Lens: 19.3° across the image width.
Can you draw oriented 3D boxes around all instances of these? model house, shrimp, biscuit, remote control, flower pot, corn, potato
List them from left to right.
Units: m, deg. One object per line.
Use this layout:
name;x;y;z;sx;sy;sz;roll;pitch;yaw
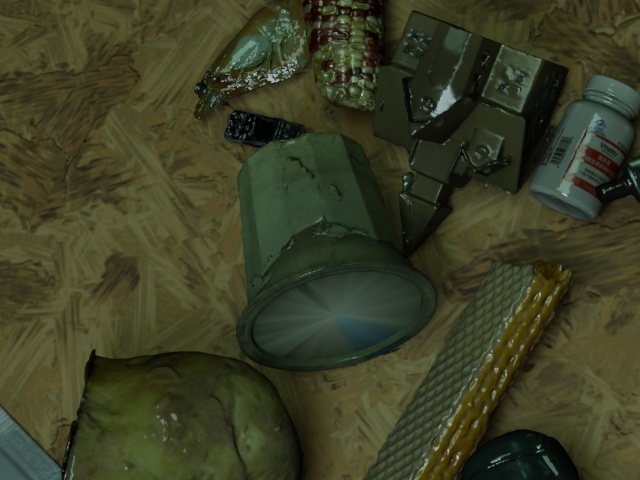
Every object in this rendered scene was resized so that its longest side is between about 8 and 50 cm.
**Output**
potato;-0.146;0.260;1.918;0.237;0.301;0.288;12;117;-5
shrimp;-0.077;-0.204;2.135;0.184;0.043;0.091;-38;69;3
remote control;-0.062;-0.121;2.120;0.096;0.014;0.039;14;78;23
flower pot;0.000;0.000;1.967;0.212;0.212;0.202;-18;62;12
corn;0.026;-0.273;2.095;0.098;0.098;0.290;-10;73;15
model house;0.128;-0.100;1.988;0.181;0.176;0.248;23;98;24
biscuit;0.132;0.177;1.917;0.378;0.054;0.094;-58;23;-5

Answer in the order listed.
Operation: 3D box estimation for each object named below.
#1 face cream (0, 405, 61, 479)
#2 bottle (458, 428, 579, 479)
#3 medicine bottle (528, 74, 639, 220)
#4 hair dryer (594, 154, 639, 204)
face cream;-0.442;0.389;2.048;0.420;0.137;0.235;-43;64;-11
bottle;0.238;0.343;1.807;0.144;0.144;0.336;-29;66;8
medicine bottle;0.280;-0.097;1.965;0.079;0.079;0.140;24;82;23
hair dryer;0.406;-0.171;1.888;0.284;0.156;0.320;-11;74;-13
